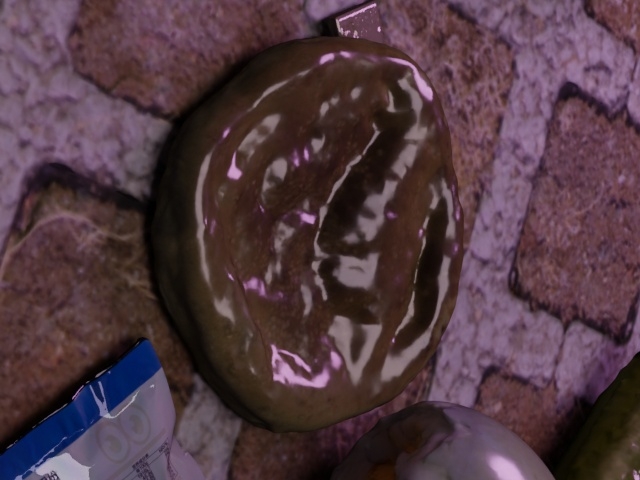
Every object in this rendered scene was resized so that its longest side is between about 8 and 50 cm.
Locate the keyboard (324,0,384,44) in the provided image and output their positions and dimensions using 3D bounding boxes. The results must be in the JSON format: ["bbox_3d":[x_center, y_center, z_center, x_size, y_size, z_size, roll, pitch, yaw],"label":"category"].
[{"bbox_3d":[0.035,-0.094,1.498,0.055,0.017,0.166,-30,116,-45],"label":"keyboard"}]

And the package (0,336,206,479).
[{"bbox_3d":[-0.145,0.178,1.339,0.171,0.027,0.173,-37,120,-33],"label":"package"}]

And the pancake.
[{"bbox_3d":[0.000,0.000,1.436,0.294,0.049,0.295,-8,103,-38],"label":"pancake"}]

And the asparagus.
[{"bbox_3d":[0.228,0.241,1.673,0.382,0.108,0.128,-53,128,-29],"label":"asparagus"}]

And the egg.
[{"bbox_3d":[0.106,0.233,1.486,0.217,0.183,0.183,49,60,-20],"label":"egg"}]
